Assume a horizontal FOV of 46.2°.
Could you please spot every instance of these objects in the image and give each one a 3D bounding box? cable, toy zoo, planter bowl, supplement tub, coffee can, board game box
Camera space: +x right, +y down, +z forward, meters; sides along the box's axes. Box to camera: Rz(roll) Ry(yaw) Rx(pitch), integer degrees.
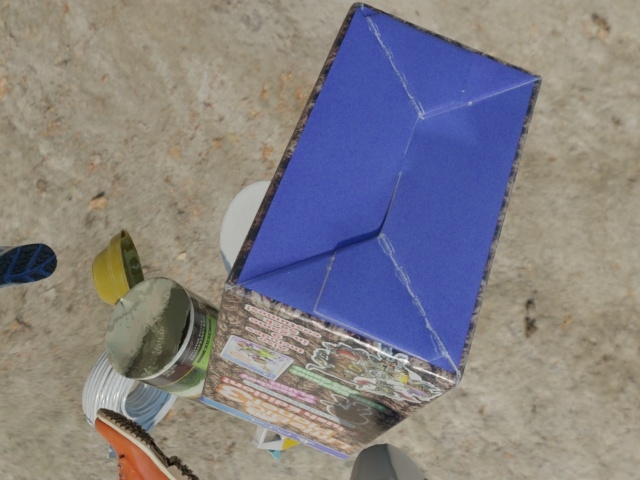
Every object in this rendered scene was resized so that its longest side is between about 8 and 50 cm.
[{"bbox_3d":[-0.405,0.317,1.660,0.257,0.089,0.257,-37,139,-44],"label":"cable"},{"bbox_3d":[-0.075,0.443,1.983,0.192,0.030,0.293,7,105,-49],"label":"toy zoo"},{"bbox_3d":[-0.486,0.085,1.787,0.090,0.217,0.217,-13,85,-3],"label":"planter bowl"},{"bbox_3d":[0.000,0.000,1.309,0.316,0.228,0.228,1,77,-56],"label":"supplement tub"},{"bbox_3d":[-0.262,0.214,1.504,0.275,0.202,0.201,40,58,-53],"label":"coffee can"},{"bbox_3d":[0.023,0.015,0.581,0.141,0.291,0.232,22,63,-1],"label":"board game box"}]

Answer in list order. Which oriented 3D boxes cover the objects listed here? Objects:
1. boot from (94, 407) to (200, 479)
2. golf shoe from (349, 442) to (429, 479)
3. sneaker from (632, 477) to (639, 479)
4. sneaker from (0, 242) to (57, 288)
[{"bbox_3d":[-0.230,0.277,0.916,0.158,0.059,0.084,44,84,0],"label":"boot"},{"bbox_3d":[0.042,0.176,0.462,0.068,0.186,0.085,-18,109,6],"label":"golf shoe"},{"bbox_3d":[0.488,0.392,0.913,0.316,0.127,0.182,6,55,-10],"label":"sneaker"},{"bbox_3d":[-0.528,0.051,1.177,0.211,0.081,0.080,-5,89,-36],"label":"sneaker"}]
